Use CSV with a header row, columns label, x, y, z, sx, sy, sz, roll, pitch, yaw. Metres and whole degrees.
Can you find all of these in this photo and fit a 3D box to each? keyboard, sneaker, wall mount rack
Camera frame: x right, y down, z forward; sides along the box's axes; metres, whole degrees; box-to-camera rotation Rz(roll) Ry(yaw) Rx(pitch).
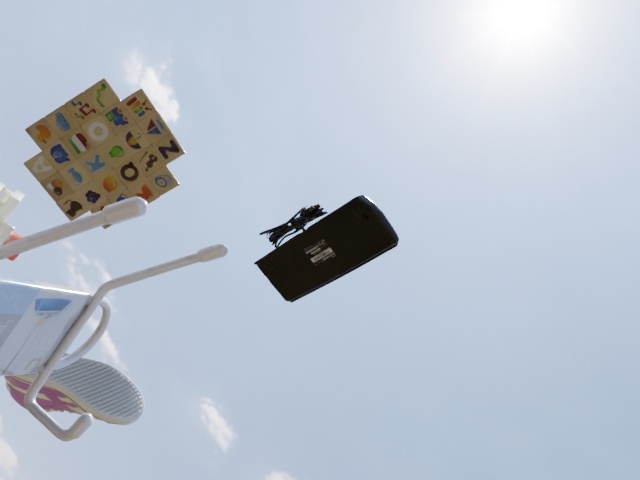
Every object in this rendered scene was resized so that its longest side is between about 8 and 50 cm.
label,x,y,z,sx,sy,sz,roll,pitch,yaw
keyboard,0.000,0.000,0.614,0.192,0.038,0.100,-31,-79,35
sneaker,-0.507,0.318,1.043,0.282,0.102,0.161,29,-54,-6
wall mount rack,-0.265,0.081,0.532,0.130,0.350,0.304,33,-94,14

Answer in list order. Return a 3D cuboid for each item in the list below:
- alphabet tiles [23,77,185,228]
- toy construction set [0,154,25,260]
label,x,y,z,sx,sy,sz,roll,pitch,yaw
alphabet tiles,-0.506,-0.194,1.187,0.342,0.011,0.285,-28,-68,9
toy construction set,-0.442,-0.107,0.538,0.215,0.151,0.328,-20,-63,46
